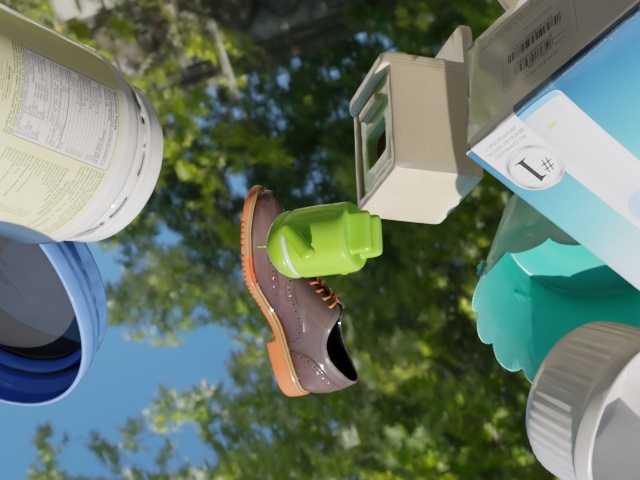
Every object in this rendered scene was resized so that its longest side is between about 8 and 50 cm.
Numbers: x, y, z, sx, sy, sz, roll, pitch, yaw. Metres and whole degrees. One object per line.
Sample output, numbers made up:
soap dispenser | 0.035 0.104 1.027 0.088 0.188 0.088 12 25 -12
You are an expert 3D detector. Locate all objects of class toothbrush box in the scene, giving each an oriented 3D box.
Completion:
toothbrush box | 0.265 -0.065 0.759 0.216 0.295 0.126 -39 -153 32

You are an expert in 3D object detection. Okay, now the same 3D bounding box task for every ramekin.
ramekin | 0.322 0.187 1.399 0.207 0.207 0.109 -33 -146 -30

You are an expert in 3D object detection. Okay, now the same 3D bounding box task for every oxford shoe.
oxford shoe | -0.021 0.057 1.489 0.098 0.271 0.097 -6 -155 24

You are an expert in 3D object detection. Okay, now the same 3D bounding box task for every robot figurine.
robot figurine | 0.000 0.000 1.189 0.115 0.067 0.101 -7 170 24

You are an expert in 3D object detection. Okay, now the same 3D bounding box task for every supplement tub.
supplement tub | -0.346 -0.126 1.347 0.235 0.235 0.325 -2 167 31

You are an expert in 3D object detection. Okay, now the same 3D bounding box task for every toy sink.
toy sink | 0.121 -0.162 1.674 0.131 0.234 0.153 6 156 -16

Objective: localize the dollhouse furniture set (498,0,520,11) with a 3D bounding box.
dollhouse furniture set | 0.193 -0.250 1.178 0.081 0.114 0.091 -33 161 -1

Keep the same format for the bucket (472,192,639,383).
bucket | 0.343 0.049 1.642 0.281 0.281 0.183 -7 -142 23

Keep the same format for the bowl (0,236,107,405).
bowl | -0.449 0.042 1.652 0.391 0.391 0.077 -1 -148 33
